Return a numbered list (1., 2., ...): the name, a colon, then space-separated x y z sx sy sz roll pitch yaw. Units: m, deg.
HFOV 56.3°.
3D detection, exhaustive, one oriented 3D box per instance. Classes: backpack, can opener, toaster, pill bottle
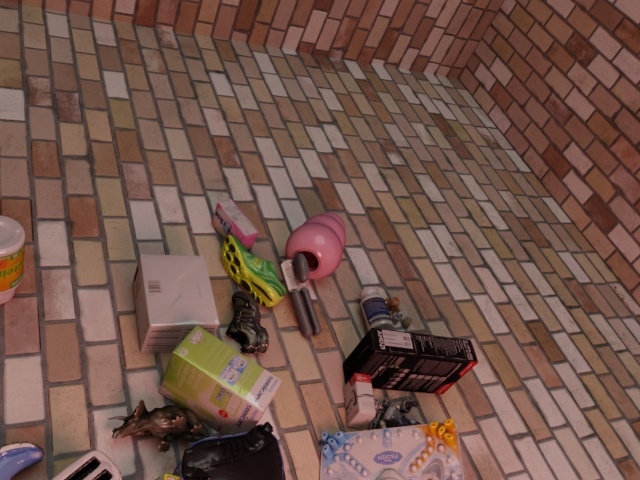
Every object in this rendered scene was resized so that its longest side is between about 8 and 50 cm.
1. backpack: -0.225 0.596 1.442 0.263 0.213 0.276 14 35 -31
2. can opener: -0.063 0.184 2.005 0.074 0.093 0.280 -7 73 -32
3. toaster: -0.537 0.573 1.340 0.129 0.146 0.227 41 42 14
4. pill bottle: -0.873 0.061 1.607 0.136 0.246 0.136 15 42 -15
5. pill bottle: 0.193 0.250 2.119 0.094 0.094 0.169 5 46 -25

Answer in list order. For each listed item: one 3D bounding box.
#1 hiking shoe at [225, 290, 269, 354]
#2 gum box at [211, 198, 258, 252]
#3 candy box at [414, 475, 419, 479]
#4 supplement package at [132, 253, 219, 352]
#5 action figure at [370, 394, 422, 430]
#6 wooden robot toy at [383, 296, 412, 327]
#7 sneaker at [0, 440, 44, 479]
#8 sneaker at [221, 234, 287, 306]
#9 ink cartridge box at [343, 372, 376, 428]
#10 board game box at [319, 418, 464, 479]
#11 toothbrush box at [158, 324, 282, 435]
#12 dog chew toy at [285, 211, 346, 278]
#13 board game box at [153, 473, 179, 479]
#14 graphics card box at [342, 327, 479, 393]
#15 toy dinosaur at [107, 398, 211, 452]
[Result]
1. hiking shoe: -0.246 0.255 1.877 0.114 0.086 0.227 -4 51 -36
2. gum box: -0.312 -0.050 2.140 0.062 0.107 0.188 -19 59 -41
3. candy box: 0.249 0.766 1.567 0.071 0.159 0.233 18 42 -14
4. supplement package: -0.441 0.187 1.794 0.204 0.145 0.262 3 46 -28
5. action figure: 0.268 0.571 1.830 0.285 0.099 0.185 33 46 11
6. wooden robot toy: 0.265 0.244 2.177 0.173 0.079 0.076 41 42 15
7. sneaker: -0.745 0.561 1.278 0.330 0.130 0.147 -31 81 -42
8. sneaker: -0.231 0.103 2.045 0.295 0.109 0.123 49 35 14
9. ink cartridge box: 0.117 0.490 1.825 0.056 0.099 0.135 13 42 -18
10. board game box: 0.179 0.657 1.552 0.390 0.050 0.390 -10 41 12
11. toothbrush box: -0.275 0.396 1.623 0.283 0.206 0.122 32 40 3
12. dog chew toy: 0.000 0.000 2.203 0.206 0.207 0.332 29 32 1
13. board game box: -0.394 0.609 1.355 0.043 0.181 0.092 33 33 -36
14. graphics card box: 0.283 0.393 1.916 0.371 0.233 0.094 8 48 -20
15. toy dinosaur: -0.369 0.474 1.552 0.313 0.121 0.160 13 8 -37
